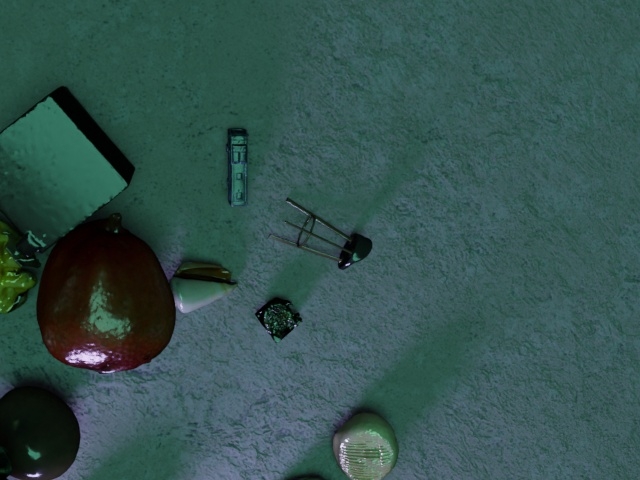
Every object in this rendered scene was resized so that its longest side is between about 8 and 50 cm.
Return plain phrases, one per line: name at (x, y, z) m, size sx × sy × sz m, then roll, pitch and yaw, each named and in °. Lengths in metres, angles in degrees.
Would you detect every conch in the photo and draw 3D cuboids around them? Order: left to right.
conch at (-0.269, 0.101, 1.626) m, size 0.176 × 0.094 × 0.104 m, roll -13°, pitch 71°, yaw -13°

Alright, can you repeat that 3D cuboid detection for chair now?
chair at (0.001, -0.001, 1.666) m, size 0.222 × 0.104 × 0.095 m, roll 22°, pitch 124°, yaw -13°

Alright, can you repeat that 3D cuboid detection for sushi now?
sushi at (-0.096, 0.178, 1.707) m, size 0.085 × 0.056 × 0.083 m, roll -37°, pitch 102°, yaw 0°

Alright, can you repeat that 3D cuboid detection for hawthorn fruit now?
hawthorn fruit at (-0.442, 0.120, 1.494) m, size 0.295 × 0.295 × 0.311 m, roll -19°, pitch 81°, yaw -8°

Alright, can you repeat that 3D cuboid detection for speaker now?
speaker at (-0.539, -0.134, 1.453) m, size 0.254 × 0.184 × 0.232 m, roll -38°, pitch 109°, yaw 2°

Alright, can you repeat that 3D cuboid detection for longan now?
longan at (-0.616, 0.418, 1.574) m, size 0.198 × 0.198 × 0.212 m, roll -43°, pitch 86°, yaw 1°

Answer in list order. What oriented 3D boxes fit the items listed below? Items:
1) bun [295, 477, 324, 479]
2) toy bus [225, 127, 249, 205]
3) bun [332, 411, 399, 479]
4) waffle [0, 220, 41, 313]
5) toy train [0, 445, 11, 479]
bun at (-0.038, 0.697, 1.828) m, size 0.221 × 0.108 × 0.221 m, roll -3°, pitch 105°, yaw -12°
toy bus at (-0.179, -0.158, 1.590) m, size 0.047 × 0.065 × 0.166 m, roll -2°, pitch 106°, yaw -12°
bun at (0.113, 0.513, 1.821) m, size 0.164 × 0.111 × 0.188 m, roll -6°, pitch 110°, yaw 6°
waffle at (-0.789, 0.062, 1.461) m, size 0.380 × 0.095 × 0.382 m, roll -38°, pitch 126°, yaw 2°
toy train at (-0.740, 0.498, 1.488) m, size 0.160 × 0.397 × 0.253 m, roll -32°, pitch 121°, yaw -42°
